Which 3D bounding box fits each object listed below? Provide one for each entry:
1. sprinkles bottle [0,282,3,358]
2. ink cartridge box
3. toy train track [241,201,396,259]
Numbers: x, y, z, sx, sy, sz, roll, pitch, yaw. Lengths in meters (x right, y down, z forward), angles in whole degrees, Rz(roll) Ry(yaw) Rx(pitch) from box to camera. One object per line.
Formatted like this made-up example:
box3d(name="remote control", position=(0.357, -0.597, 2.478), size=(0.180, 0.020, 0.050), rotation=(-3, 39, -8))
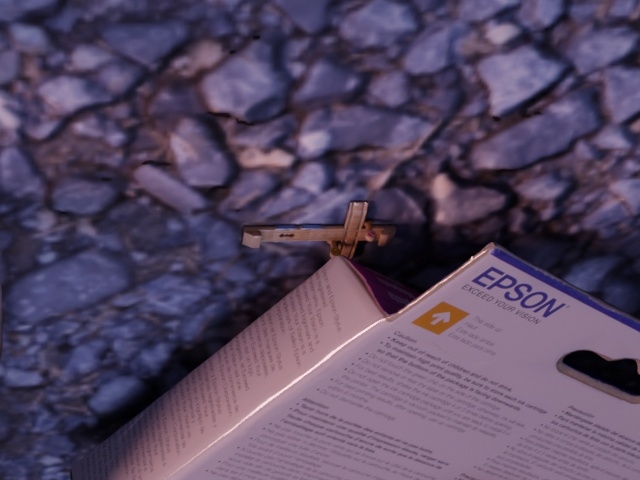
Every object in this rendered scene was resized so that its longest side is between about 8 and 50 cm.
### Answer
box3d(name="sprinkles bottle", position=(-0.236, 0.133, 0.839), size=(0.121, 0.121, 0.355), rotation=(-1, 141, -13))
box3d(name="ink cartridge box", position=(0.074, 0.119, 0.936), size=(0.330, 0.071, 0.324), rotation=(-39, 137, 27))
box3d(name="toy train track", position=(0.000, 0.000, 0.820), size=(0.083, 0.014, 0.048), rotation=(0, 140, -13))
